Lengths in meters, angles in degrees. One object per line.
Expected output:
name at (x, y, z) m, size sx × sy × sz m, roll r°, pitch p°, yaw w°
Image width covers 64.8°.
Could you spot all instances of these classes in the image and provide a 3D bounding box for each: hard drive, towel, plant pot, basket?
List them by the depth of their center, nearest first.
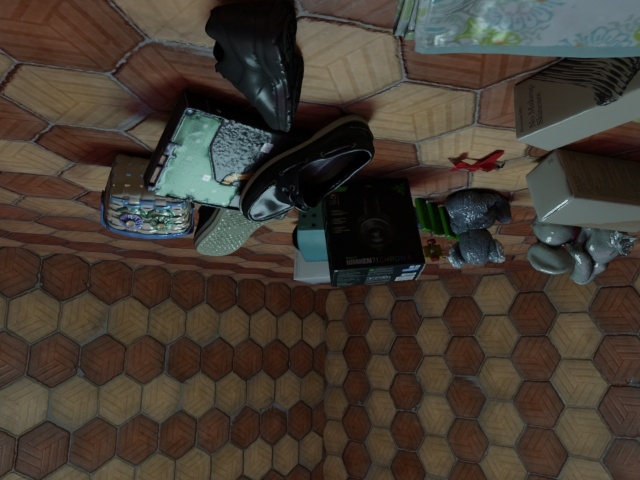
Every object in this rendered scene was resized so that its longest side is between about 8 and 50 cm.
towel at (0.275, -0.315, 0.538) m, size 0.375 × 0.090 × 0.320 m, roll 0°, pitch 169°, yaw 4°
hard drive at (-0.176, -0.167, 1.084) m, size 0.339 × 0.064 × 0.237 m, roll 9°, pitch 134°, yaw -36°
basket at (-0.467, -0.095, 1.358) m, size 0.255 × 0.200 × 0.289 m, roll 3°, pitch 158°, yaw -15°
plant pot at (0.005, -0.043, 1.691) m, size 0.166 × 0.165 × 0.234 m, roll -2°, pitch 160°, yaw 12°

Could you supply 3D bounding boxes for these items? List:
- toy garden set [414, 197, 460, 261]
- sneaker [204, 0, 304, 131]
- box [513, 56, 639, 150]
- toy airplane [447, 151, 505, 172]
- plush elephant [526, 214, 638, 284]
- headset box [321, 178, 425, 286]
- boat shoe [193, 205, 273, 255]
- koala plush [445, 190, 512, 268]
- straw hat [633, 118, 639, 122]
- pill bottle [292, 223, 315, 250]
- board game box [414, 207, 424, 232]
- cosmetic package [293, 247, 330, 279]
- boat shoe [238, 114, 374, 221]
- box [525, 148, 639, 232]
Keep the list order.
toy garden set at (0.394, -0.014, 1.646) m, size 0.244 × 0.203 × 0.049 m, roll 13°, pitch 149°, yaw -42°
sneaker at (-0.097, -0.271, 0.793) m, size 0.130 × 0.108 × 0.286 m, roll 10°, pitch 162°, yaw 6°
box at (0.450, -0.244, 0.803) m, size 0.094 × 0.113 × 0.275 m, roll 8°, pitch 165°, yaw -29°
toy airplane at (0.390, -0.188, 1.261) m, size 0.151 × 0.028 × 0.151 m, roll 1°, pitch 169°, yaw 0°
plush elephant at (0.733, -0.023, 1.481) m, size 0.256 × 0.271 × 0.330 m, roll 18°, pitch -177°, yaw 13°
headset box at (0.137, -0.031, 1.403) m, size 0.247 × 0.282 × 0.131 m, roll -4°, pitch 155°, yaw -5°
boat shoe at (-0.202, -0.118, 1.372) m, size 0.187 × 0.155 × 0.500 m, roll 12°, pitch 149°, yaw -35°
koala plush at (0.474, -0.027, 1.552) m, size 0.196 × 0.221 × 0.203 m, roll -6°, pitch 166°, yaw 33°
straw hat at (0.669, -0.230, 0.967) m, size 0.145 × 0.061 × 0.144 m, roll 1°, pitch 167°, yaw 0°
pill bottle at (0.000, 0.000, 1.953) m, size 0.123 × 0.122 × 0.219 m, roll -7°, pitch 165°, yaw 34°
board game box at (0.285, -0.070, 1.753) m, size 0.194 × 0.060 × 0.194 m, roll -6°, pitch 165°, yaw 31°
cosmetic package at (0.073, 0.073, 2.122) m, size 0.366 × 0.196 × 0.155 m, roll -9°, pitch 164°, yaw 34°
boat shoe at (-0.028, -0.123, 1.065) m, size 0.340 × 0.113 × 0.127 m, roll -30°, pitch 142°, yaw 12°
box at (0.684, -0.118, 1.240) m, size 0.311 × 0.147 × 0.121 m, roll 6°, pitch 151°, yaw -17°
